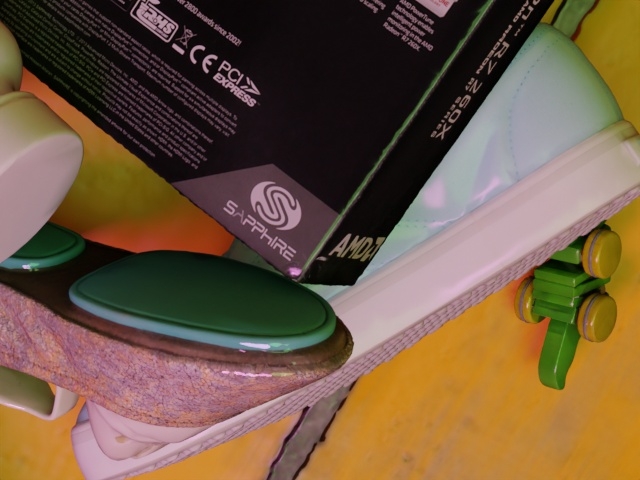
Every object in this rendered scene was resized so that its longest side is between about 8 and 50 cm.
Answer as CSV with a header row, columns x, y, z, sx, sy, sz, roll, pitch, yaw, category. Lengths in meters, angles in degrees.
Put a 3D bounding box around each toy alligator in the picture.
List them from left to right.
x,y,z,sx,sy,sz,roll,pitch,yaw,category
0.153,-0.005,0.965,0.051,0.056,0.189,-18,115,-48,toy alligator

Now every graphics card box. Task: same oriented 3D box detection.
x,y,z,sx,sy,sz,roll,pitch,yaw,category
0.021,-0.188,0.806,0.233,0.094,0.371,37,98,17,graphics card box

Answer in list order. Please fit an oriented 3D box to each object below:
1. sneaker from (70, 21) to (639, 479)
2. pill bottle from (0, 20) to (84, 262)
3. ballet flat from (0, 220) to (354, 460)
x,y,z,sx,sy,sz,roll,pitch,yaw,category
0.000,0.000,0.920,0.366,0.135,0.150,-31,80,7,sneaker
-0.224,-0.086,0.791,0.221,0.124,0.124,40,99,13,pill bottle
-0.116,0.050,0.843,0.107,0.316,0.106,-25,123,-48,ballet flat
